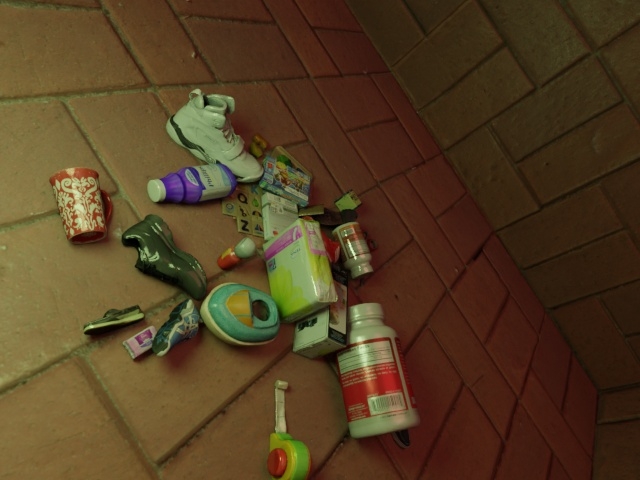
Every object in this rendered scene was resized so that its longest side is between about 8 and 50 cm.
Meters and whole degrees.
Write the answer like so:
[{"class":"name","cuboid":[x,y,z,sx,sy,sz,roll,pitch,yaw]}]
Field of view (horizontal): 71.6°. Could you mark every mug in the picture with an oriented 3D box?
[{"class":"mug","cuboid":[-0.595,-0.087,1.140,0.150,0.113,0.169,-6,72,-46]}]

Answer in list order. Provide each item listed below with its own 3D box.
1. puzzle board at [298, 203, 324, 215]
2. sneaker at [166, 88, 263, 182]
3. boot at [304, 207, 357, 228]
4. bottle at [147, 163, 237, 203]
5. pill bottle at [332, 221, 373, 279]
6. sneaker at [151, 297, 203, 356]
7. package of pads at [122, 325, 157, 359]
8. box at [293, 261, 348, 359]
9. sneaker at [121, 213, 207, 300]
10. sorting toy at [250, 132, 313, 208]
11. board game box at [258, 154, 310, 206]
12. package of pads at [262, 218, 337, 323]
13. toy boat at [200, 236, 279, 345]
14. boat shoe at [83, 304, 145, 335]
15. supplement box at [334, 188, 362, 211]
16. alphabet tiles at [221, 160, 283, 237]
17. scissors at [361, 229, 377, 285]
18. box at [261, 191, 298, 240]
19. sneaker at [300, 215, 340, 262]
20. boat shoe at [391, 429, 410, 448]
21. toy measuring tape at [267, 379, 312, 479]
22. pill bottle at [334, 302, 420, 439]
[{"class":"puzzle board","cuboid":[-0.035,-0.117,1.725,0.128,0.097,0.011,-89,172,-72]},{"class":"sneaker","cuboid":[-0.321,-0.350,1.507,0.366,0.210,0.137,32,45,-21]},{"class":"boot","cuboid":[0.034,-0.078,1.823,0.220,0.106,0.082,2,64,-14]},{"class":"bottle","cuboid":[-0.403,-0.177,1.407,0.283,0.092,0.118,-19,68,-48]},{"class":"pill bottle","cuboid":[0.136,0.043,1.795,0.121,0.121,0.215,-2,67,-47]},{"class":"sneaker","cuboid":[-0.363,0.233,1.156,0.081,0.080,0.211,54,21,-16]},{"class":"package of pads","cuboid":[-0.448,0.256,1.116,0.083,0.032,0.050,-32,92,-51]},{"class":"box","cuboid":[0.004,0.235,1.495,0.087,0.169,0.289,33,43,-30]},{"class":"sneaker","cuboid":[-0.430,0.065,1.221,0.286,0.109,0.130,46,47,7]},{"class":"sorting toy","cuboid":[-0.156,-0.292,1.771,0.307,0.041,0.229,41,37,-21]},{"class":"board game box","cuboid":[-0.132,-0.225,1.691,0.201,0.035,0.136,25,50,-27]},{"class":"package of pads","cuboid":[-0.071,0.099,1.458,0.101,0.229,0.296,9,59,-43]},{"class":"toy boat","cuboid":[-0.231,0.151,1.310,0.268,0.148,0.317,16,52,-48]},{"class":"boat shoe","cuboid":[-0.508,0.192,1.086,0.152,0.056,0.049,-5,63,-58]},{"class":"supplement box","cuboid":[0.122,-0.166,1.954,0.083,0.083,0.056,54,38,-2]},{"class":"alphabet tiles","cuboid":[-0.243,-0.165,1.635,0.285,0.011,0.342,13,56,-40]},{"class":"scissors","cuboid":[0.182,0.065,1.913,0.109,0.021,0.297,46,41,-17]},{"class":"box","cuboid":[-0.144,-0.074,1.635,0.145,0.038,0.186,16,53,-39]},{"class":"sneaker","cuboid":[0.000,0.000,1.733,0.128,0.087,0.221,-27,97,-60]},{"class":"boat shoe","cuboid":[0.287,0.644,1.570,0.065,0.083,0.183,-17,77,-50]},{"class":"toy measuring tape","cuboid":[-0.084,0.547,1.230,0.122,0.121,0.329,24,49,-34]},{"class":"pill bottle","cuboid":[0.172,0.429,1.484,0.229,0.229,0.407,12,56,-41]}]
